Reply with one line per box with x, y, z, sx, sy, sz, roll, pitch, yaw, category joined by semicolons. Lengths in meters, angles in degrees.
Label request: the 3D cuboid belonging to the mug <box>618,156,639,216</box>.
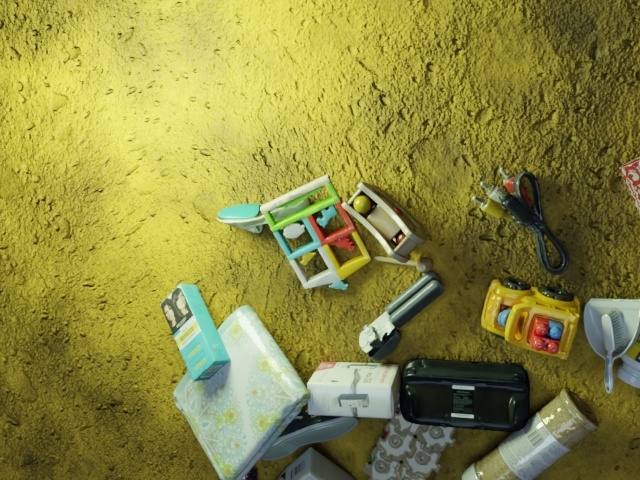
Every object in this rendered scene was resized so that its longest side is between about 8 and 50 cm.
0.756;-0.113;1.580;0.113;0.150;0.169;-29;89;54;mug

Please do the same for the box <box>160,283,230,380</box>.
-0.337;0.243;1.886;0.100;0.060;0.244;-44;62;26;box

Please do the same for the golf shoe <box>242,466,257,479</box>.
-0.221;0.711;2.008;0.086;0.067;0.186;-1;101;16;golf shoe

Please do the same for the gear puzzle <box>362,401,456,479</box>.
0.216;0.587;1.861;0.175;0.044;0.339;29;98;15;gear puzzle

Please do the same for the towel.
-0.216;0.410;1.871;0.320;0.090;0.374;49;114;29;towel

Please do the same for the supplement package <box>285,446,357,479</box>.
0.004;0.662;1.895;0.179;0.105;0.105;39;109;-16;supplement package

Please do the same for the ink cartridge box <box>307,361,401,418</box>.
0.090;0.380;1.811;0.218;0.158;0.092;1;102;14;ink cartridge box

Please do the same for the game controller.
0.358;0.385;1.772;0.319;0.067;0.166;1;80;15;game controller

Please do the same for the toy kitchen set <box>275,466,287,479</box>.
-0.089;0.682;1.971;0.075;0.083;0.068;39;67;4;toy kitchen set

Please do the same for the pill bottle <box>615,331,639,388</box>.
0.760;0.246;1.639;0.103;0.103;0.184;22;106;9;pill bottle

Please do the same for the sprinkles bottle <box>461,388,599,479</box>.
0.515;0.523;1.750;0.121;0.121;0.355;44;108;2;sprinkles bottle

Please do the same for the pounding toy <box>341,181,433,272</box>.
0.156;-0.003;1.716;0.269;0.154;0.155;41;108;4;pounding toy

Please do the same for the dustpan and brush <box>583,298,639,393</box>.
0.670;0.243;1.627;0.147;0.060;0.211;-6;89;57;dustpan and brush

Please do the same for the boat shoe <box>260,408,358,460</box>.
-0.045;0.499;1.901;0.302;0.091;0.114;-21;139;13;boat shoe

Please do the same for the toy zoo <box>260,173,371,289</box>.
0.000;0.000;1.786;0.192;0.030;0.293;-25;110;12;toy zoo

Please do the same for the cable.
0.502;-0.053;1.684;0.139;0.072;0.287;-45;100;1;cable

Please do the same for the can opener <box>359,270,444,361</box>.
0.206;0.191;1.798;0.093;0.074;0.280;32;113;-30;can opener

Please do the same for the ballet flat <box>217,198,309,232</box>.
-0.143;-0.058;1.827;0.248;0.086;0.086;-10;99;15;ballet flat

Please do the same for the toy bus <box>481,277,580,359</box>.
0.487;0.194;1.644;0.220;0.211;0.149;14;106;13;toy bus
